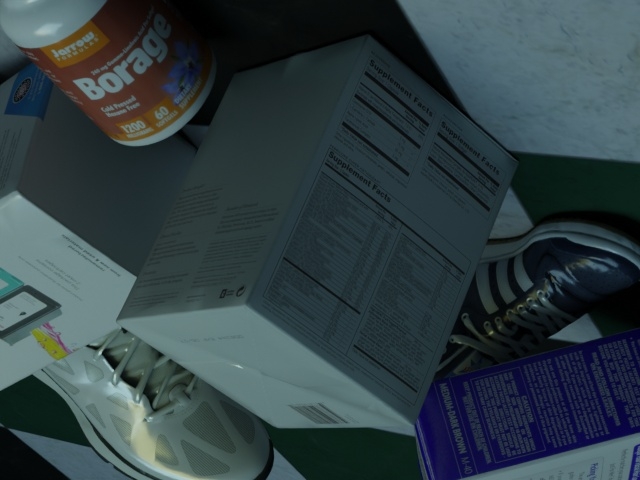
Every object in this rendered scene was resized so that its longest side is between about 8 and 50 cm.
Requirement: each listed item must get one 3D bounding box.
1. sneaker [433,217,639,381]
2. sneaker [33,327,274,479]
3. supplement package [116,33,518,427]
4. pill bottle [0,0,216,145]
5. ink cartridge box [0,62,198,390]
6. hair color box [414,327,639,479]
[{"bbox_3d":[0.182,0.074,1.559,0.099,0.153,0.282,35,154,-25],"label":"sneaker"},{"bbox_3d":[-0.246,0.135,2.009,0.447,0.169,0.257,35,158,12],"label":"sneaker"},{"bbox_3d":[0.000,0.000,1.436,0.198,0.263,0.199,37,154,-29],"label":"supplement package"},{"bbox_3d":[-0.192,-0.185,1.405,0.121,0.121,0.216,4,150,39],"label":"pill bottle"},{"bbox_3d":[-0.290,-0.015,1.657,0.270,0.198,0.197,-27,129,35],"label":"ink cartridge box"},{"bbox_3d":[0.258,0.169,1.540,0.338,0.110,0.185,-13,152,-1],"label":"hair color box"}]
